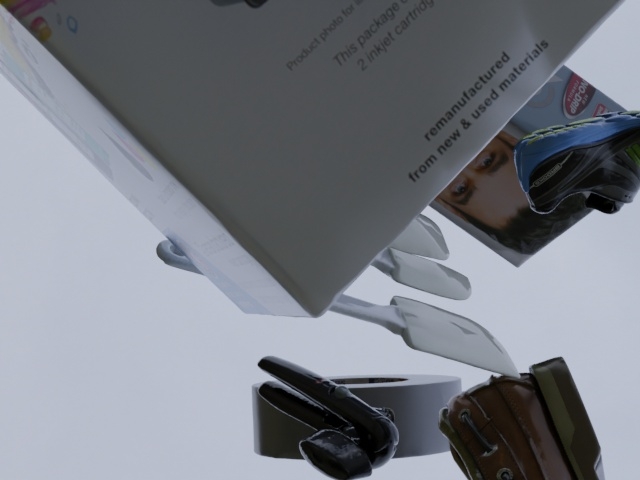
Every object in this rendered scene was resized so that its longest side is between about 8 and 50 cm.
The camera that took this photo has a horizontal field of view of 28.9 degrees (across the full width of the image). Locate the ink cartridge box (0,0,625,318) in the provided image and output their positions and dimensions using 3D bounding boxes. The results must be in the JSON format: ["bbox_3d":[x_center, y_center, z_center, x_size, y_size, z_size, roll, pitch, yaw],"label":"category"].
[{"bbox_3d":[-0.047,-0.129,0.523,0.197,0.270,0.198,-46,-175,-10],"label":"ink cartridge box"}]

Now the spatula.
[{"bbox_3d":[0.000,0.000,0.748,0.019,0.242,0.168,-54,-146,29],"label":"spatula"}]

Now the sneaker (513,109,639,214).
[{"bbox_3d":[0.243,-0.064,1.013,0.067,0.188,0.078,-158,-123,-68],"label":"sneaker"}]

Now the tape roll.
[{"bbox_3d":[0.038,0.180,1.291,0.219,0.219,0.072,-5,-93,44],"label":"tape roll"}]

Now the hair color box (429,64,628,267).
[{"bbox_3d":[0.122,-0.148,1.296,0.113,0.374,0.185,-60,-173,-34],"label":"hair color box"}]

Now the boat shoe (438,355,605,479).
[{"bbox_3d":[0.151,0.213,0.799,0.104,0.111,0.307,-17,-143,5],"label":"boat shoe"}]

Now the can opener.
[{"bbox_3d":[0.000,0.140,1.045,0.186,0.073,0.059,33,-62,51],"label":"can opener"}]
